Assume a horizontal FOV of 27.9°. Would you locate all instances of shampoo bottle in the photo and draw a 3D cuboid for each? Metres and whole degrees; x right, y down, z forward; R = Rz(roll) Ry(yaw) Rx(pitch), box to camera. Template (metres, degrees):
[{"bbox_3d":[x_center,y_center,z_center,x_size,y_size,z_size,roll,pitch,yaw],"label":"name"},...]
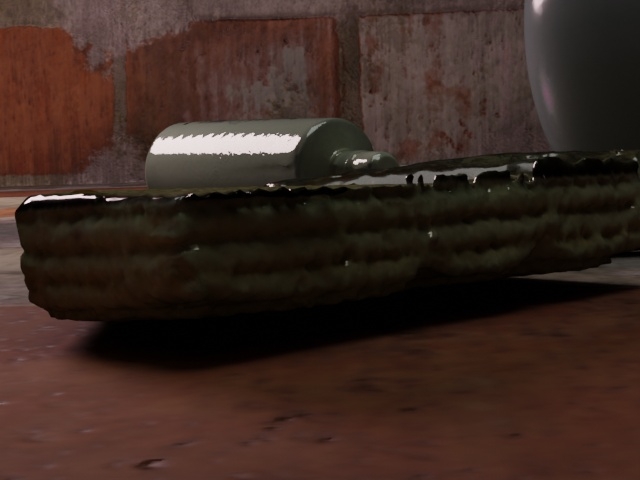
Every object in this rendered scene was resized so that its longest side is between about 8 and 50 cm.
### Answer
[{"bbox_3d":[-0.037,-0.057,1.042,0.085,0.085,0.262,-6,6,-41],"label":"shampoo bottle"}]

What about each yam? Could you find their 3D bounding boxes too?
[{"bbox_3d":[0.104,-0.019,0.667,0.274,0.061,0.061,-3,4,-6],"label":"yam"}]

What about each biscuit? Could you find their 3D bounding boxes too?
[{"bbox_3d":[0.000,0.000,0.485,0.150,0.052,0.252,-3,1,44],"label":"biscuit"}]

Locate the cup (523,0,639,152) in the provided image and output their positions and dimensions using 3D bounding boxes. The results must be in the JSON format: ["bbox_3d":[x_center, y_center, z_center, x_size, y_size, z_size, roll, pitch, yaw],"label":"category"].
[{"bbox_3d":[0.311,-0.168,0.827,0.274,0.259,0.356,-2,39,38],"label":"cup"}]
